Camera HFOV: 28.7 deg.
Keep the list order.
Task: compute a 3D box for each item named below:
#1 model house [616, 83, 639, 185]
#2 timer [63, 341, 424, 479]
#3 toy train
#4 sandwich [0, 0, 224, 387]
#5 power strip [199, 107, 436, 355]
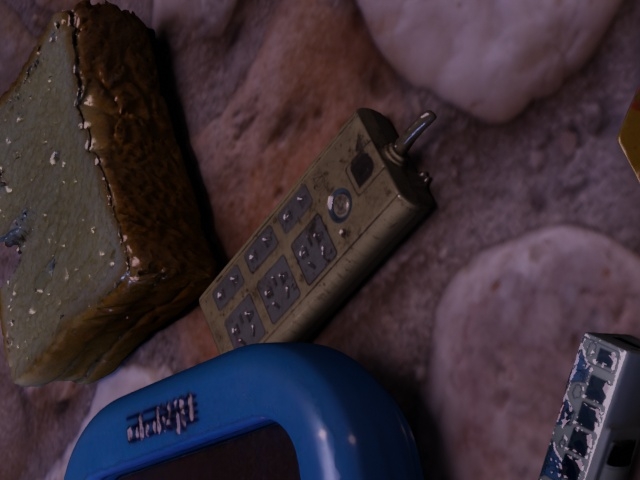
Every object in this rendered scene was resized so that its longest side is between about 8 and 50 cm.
[{"bbox_3d":[0.251,0.002,0.564,0.207,0.136,0.219,-23,79,2],"label":"model house"},{"bbox_3d":[-0.053,0.240,0.856,0.340,0.115,0.309,-26,68,44],"label":"timer"},{"bbox_3d":[0.139,0.153,0.705,0.047,0.043,0.208,26,104,43],"label":"toy train"},{"bbox_3d":[-0.207,-0.030,1.088,0.249,0.095,0.273,-41,56,41],"label":"sandwich"},{"bbox_3d":[0.000,0.000,0.891,0.268,0.034,0.092,-48,51,33],"label":"power strip"}]
